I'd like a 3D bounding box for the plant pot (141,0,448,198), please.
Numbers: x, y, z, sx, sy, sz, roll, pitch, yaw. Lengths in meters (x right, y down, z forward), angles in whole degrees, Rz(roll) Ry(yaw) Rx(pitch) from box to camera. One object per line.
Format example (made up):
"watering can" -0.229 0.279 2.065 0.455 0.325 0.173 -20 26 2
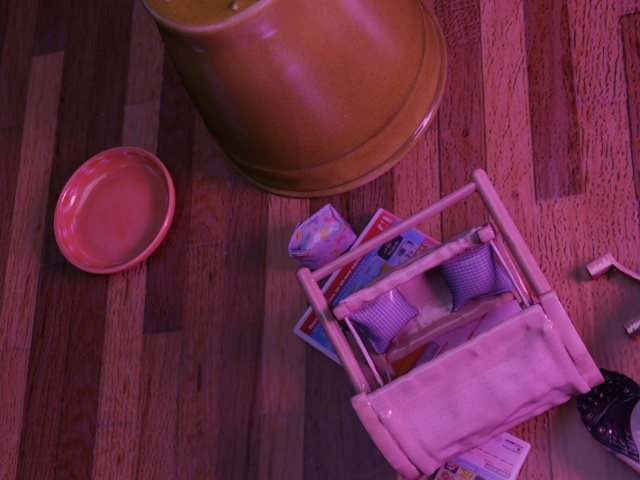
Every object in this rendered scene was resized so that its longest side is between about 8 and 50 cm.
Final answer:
"plant pot" -0.057 -0.288 1.453 0.366 0.353 0.367 -8 67 20

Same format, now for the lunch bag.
"lunch bag" 0.000 0.000 1.476 0.083 0.071 0.053 -38 58 6

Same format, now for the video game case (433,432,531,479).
"video game case" 0.185 0.279 1.322 0.087 0.011 0.122 23 80 28

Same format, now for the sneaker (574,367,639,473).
"sneaker" 0.377 0.227 1.232 0.085 0.086 0.237 -49 46 -1

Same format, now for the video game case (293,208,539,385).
"video game case" 0.127 0.105 1.401 0.285 0.025 0.204 32 84 31

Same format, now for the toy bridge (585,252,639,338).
"toy bridge" 0.387 0.092 1.304 0.063 0.026 0.188 -31 61 7

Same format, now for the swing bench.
"swing bench" 0.148 0.103 1.280 0.253 0.165 0.255 -30 59 9

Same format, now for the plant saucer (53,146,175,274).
"plant saucer" -0.299 -0.041 1.637 0.199 0.037 0.200 -8 68 19
